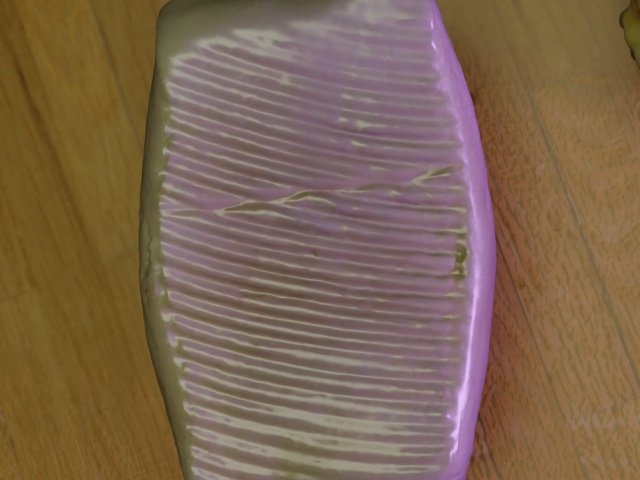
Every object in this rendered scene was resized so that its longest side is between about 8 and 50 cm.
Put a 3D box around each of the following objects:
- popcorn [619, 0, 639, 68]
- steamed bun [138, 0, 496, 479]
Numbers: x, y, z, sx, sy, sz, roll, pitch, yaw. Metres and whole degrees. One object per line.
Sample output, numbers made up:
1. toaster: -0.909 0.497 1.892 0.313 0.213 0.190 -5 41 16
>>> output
1. popcorn: 0.307 -0.176 1.059 0.259 0.259 0.212 24 107 14
2. steamed bun: 0.001 0.004 1.108 0.247 0.236 0.384 -5 91 3
